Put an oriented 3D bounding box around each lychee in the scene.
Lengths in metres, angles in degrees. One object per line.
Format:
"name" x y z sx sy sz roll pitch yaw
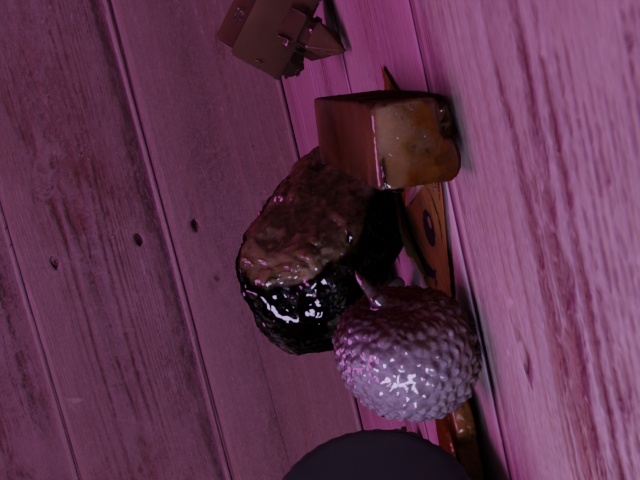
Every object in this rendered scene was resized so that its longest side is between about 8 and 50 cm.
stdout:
"lychee" 0.093 0.117 0.935 0.165 0.165 0.197 -113 1 -67

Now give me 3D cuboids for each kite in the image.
"kite" 0.123 -0.053 1.054 0.327 0.013 0.377 103 154 -80

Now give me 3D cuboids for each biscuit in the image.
"biscuit" 0.183 0.264 1.110 0.184 0.035 0.248 -104 3 -54

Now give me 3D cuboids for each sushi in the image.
"sushi" 0.000 0.000 1.217 0.350 0.211 0.170 -66 -28 -47

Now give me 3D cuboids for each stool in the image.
"stool" 0.087 0.430 1.041 0.297 0.297 0.330 -108 2 -52

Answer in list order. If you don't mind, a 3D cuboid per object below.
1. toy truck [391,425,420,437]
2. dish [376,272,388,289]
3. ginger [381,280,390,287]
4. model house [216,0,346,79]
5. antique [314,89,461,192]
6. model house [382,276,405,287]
"toy truck" 0.138 0.494 1.605 0.128 0.135 0.259 80 -168 -58
"dish" 0.027 0.086 1.481 0.117 0.256 0.256 44 161 27
"ginger" 0.134 0.182 1.447 0.193 0.053 0.176 99 150 -48
"model house" -0.025 -0.349 1.420 0.176 0.180 0.248 19 -166 -47
"antique" 0.067 -0.117 0.916 0.310 0.093 0.087 -134 37 -76
"model house" 0.104 0.180 1.303 0.188 0.122 0.229 63 166 16
